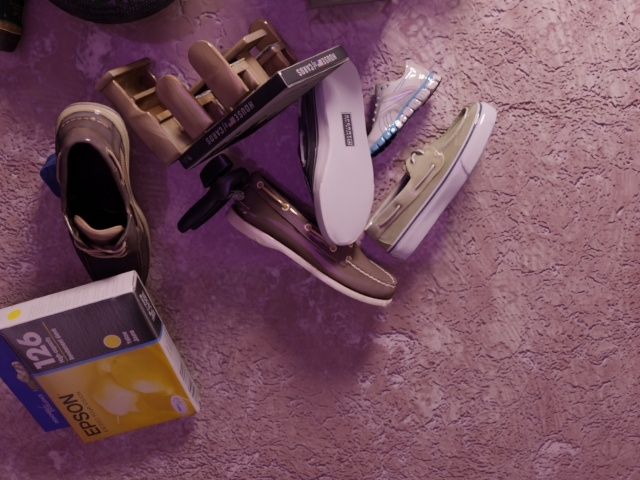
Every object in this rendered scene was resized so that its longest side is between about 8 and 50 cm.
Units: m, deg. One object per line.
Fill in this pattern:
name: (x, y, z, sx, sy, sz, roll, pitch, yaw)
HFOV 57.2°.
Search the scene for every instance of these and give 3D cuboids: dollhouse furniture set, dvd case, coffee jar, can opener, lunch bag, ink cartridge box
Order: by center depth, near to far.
dvd case: (-0.085, -0.196, 0.868, 0.239, 0.179, 0.029, -29, 100, 39)
dollhouse furniture set: (-0.193, -0.252, 0.893, 0.242, 0.212, 0.161, -32, 103, 31)
coffee jar: (-0.503, -0.393, 0.911, 0.096, 0.079, 0.184, 19, 101, -6)
can opener: (-0.180, -0.068, 0.978, 0.186, 0.059, 0.073, -43, 68, 41)
lunch bag: (-0.407, -0.122, 0.980, 0.099, 0.065, 0.067, -20, 125, 3)
ink cartridge box: (-0.404, 0.221, 1.007, 0.307, 0.072, 0.303, -17, 125, -1)

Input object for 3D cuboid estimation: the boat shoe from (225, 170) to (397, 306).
boat shoe: (0.000, 0.000, 1.003, 0.324, 0.116, 0.096, 31, 102, -3)

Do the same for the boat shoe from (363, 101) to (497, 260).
boat shoe: (0.182, -0.107, 0.991, 0.094, 0.109, 0.302, 30, 102, -6)

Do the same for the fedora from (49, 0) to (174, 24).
fedora: (-0.288, -0.485, 0.862, 0.334, 0.152, 0.333, 0, 105, 0)

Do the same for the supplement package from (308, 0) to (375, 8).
supplement package: (0.045, -0.468, 0.858, 0.149, 0.194, 0.203, -7, 103, -2)

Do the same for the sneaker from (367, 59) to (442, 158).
sneaker: (0.113, -0.220, 0.989, 0.083, 0.071, 0.190, 40, 95, 3)

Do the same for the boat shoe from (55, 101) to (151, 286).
boat shoe: (-0.353, -0.033, 0.929, 0.133, 0.130, 0.355, -6, 124, -4)

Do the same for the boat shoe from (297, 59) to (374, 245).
boat shoe: (0.011, -0.141, 0.960, 0.108, 0.102, 0.301, -6, 91, -35)
